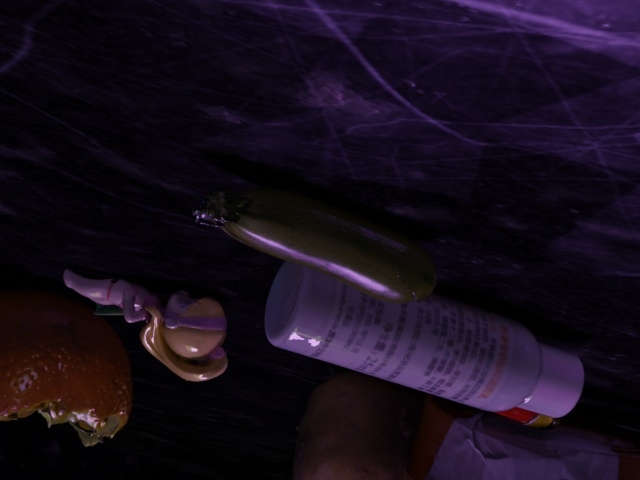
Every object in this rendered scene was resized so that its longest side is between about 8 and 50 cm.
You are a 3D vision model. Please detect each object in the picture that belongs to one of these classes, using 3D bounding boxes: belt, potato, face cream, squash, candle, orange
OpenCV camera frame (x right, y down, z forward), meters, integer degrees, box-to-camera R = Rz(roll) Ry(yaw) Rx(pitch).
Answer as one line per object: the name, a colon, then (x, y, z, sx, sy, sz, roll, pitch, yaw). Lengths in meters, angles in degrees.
belt: (0.224, 0.229, 1.438, 0.261, 0.105, 0.184, 13, -172, 2)
potato: (0.081, 0.249, 1.581, 0.141, 0.192, 0.296, -17, 154, 28)
face cream: (0.090, 0.083, 1.127, 0.269, 0.082, 0.082, 20, 165, -21)
squash: (0.000, 0.000, 0.945, 0.183, 0.052, 0.052, 19, 165, -24)
candle: (0.174, 0.142, 1.347, 0.130, 0.052, 0.052, 22, 164, -29)
orange: (-0.313, 0.132, 1.541, 0.237, 0.159, 0.179, 21, 171, -40)

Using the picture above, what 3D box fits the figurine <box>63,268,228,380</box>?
figurine: (-0.168, 0.076, 1.378, 0.187, 0.083, 0.083, 20, 168, 16)
